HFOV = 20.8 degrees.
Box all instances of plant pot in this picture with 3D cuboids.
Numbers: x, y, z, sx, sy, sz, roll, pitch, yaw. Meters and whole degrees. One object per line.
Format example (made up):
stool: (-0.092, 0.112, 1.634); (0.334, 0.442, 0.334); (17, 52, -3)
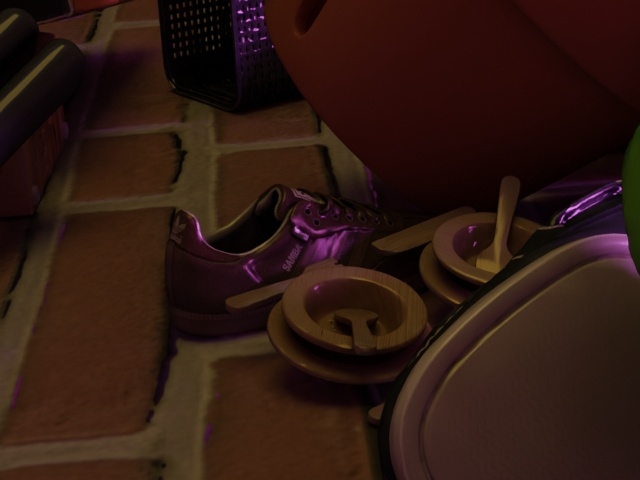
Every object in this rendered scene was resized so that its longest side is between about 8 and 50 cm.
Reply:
plant pot: (0.103, -0.147, 1.080); (0.203, 0.291, 0.291); (-43, 7, 21)

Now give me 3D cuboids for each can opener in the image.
can opener: (-0.242, -0.054, 1.048); (0.076, 0.095, 0.283); (34, 54, 6)

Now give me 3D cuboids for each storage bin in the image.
storage bin: (-0.070, -0.208, 1.427); (0.084, 0.180, 0.122); (-17, 23, -31)

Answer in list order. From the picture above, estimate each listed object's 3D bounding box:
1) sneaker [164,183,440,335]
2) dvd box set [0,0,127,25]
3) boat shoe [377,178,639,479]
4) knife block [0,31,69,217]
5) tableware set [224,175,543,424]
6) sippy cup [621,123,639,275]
sneaker: (0.000, 0.000, 0.992); (0.188, 0.071, 0.066); (-16, 23, -29)
dvd box set: (-0.311, -0.185, 1.420); (0.307, 0.062, 0.420); (-13, 9, 4)
boat shoe: (0.139, 0.036, 0.799); (0.340, 0.127, 0.113); (-32, 15, -33)
knife block: (-0.314, -0.070, 1.224); (0.242, 0.088, 0.276); (-3, 20, 1)
tableware set: (0.058, 0.022, 0.921); (0.194, 0.039, 0.128); (-20, 41, -37)
sippy cup: (0.269, 0.039, 0.626); (0.305, 0.240, 0.224); (-10, 34, 4)
